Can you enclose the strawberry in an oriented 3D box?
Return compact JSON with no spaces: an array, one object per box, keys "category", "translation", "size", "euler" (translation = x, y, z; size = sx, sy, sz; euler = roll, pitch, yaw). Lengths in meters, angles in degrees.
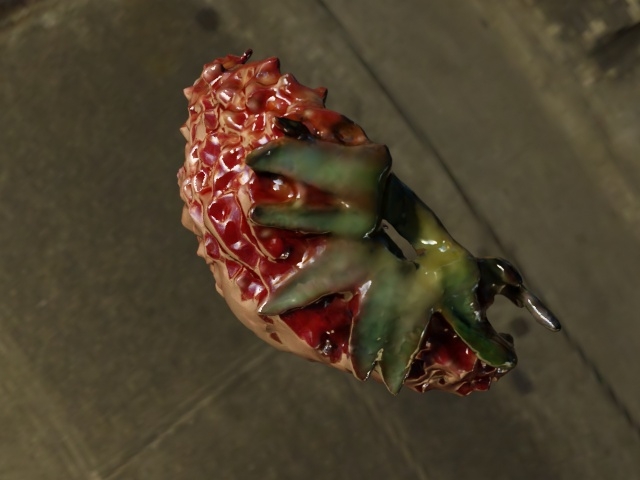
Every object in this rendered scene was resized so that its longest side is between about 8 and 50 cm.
[{"category":"strawberry","translation":[-0.004,0.004,0.726],"size":[0.087,0.208,0.167],"euler":[-44,101,-6]}]
